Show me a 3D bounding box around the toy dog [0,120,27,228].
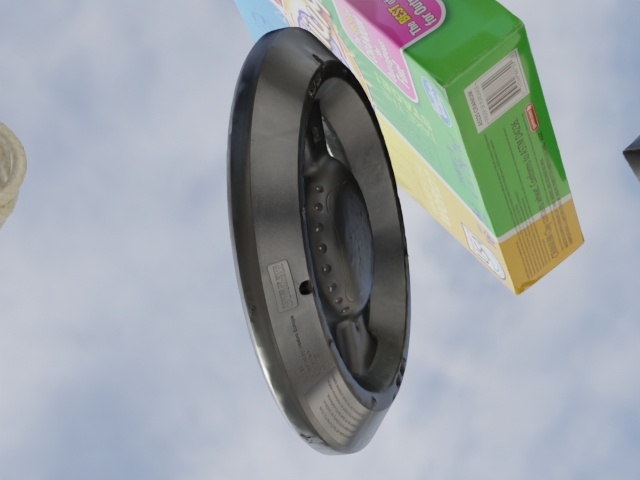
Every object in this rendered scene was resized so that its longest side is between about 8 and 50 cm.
[{"bbox_3d":[-0.266,-0.098,0.813,0.333,0.161,0.220,39,-135,-8],"label":"toy dog"}]

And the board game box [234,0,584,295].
[{"bbox_3d":[0.036,-0.134,1.232,0.064,0.316,0.242,-38,-36,-9],"label":"board game box"}]

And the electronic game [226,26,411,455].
[{"bbox_3d":[0.000,0.000,0.974,0.229,0.048,0.229,-8,-90,-72],"label":"electronic game"}]

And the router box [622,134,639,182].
[{"bbox_3d":[0.378,-0.108,1.150,0.243,0.309,0.081,-42,-71,-27],"label":"router box"}]
